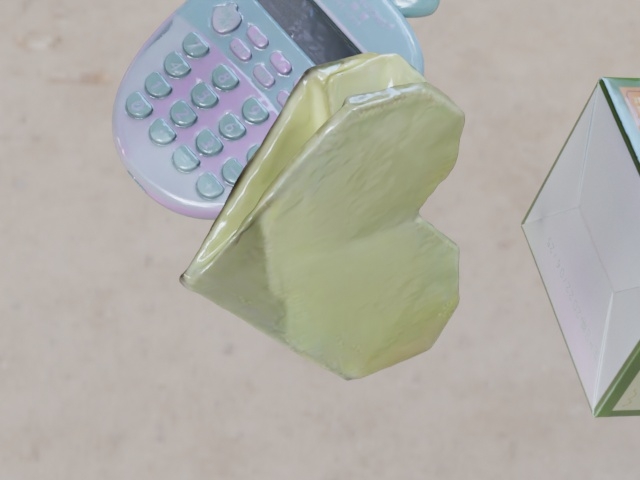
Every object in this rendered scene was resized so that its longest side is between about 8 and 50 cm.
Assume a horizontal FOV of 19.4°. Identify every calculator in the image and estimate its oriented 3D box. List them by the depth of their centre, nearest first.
[{"bbox_3d":[-0.028,-0.135,1.475,0.299,0.041,0.185,-40,77,-14],"label":"calculator"}]

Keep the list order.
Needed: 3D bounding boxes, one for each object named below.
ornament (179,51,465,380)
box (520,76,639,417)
[{"bbox_3d":[0.000,0.000,1.094,0.180,0.201,0.059,-20,37,-24],"label":"ornament"},{"bbox_3d":[0.271,0.005,1.418,0.148,0.177,0.195,-1,50,-21],"label":"box"}]
